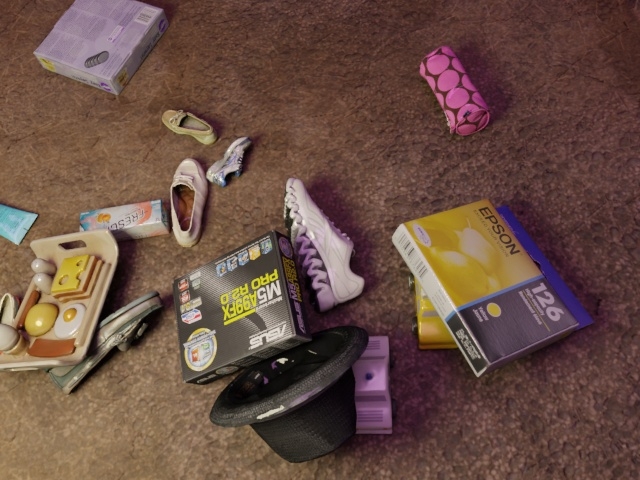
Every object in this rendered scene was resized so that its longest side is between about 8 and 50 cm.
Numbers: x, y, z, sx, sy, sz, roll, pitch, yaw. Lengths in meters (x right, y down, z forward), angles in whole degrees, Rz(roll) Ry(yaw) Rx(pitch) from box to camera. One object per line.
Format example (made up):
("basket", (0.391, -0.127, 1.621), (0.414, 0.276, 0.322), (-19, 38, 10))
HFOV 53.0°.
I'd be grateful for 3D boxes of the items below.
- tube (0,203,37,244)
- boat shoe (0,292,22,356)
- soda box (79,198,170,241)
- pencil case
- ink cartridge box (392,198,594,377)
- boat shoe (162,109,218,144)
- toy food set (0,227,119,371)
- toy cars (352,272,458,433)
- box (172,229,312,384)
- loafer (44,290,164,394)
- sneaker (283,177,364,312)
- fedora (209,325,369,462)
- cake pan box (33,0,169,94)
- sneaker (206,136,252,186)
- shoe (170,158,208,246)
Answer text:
("tube", (-0.752, -0.060, 1.455), (0.207, 0.052, 0.080), (20, 73, 9))
("boat shoe", (-0.653, 0.178, 1.329), (0.049, 0.043, 0.137), (1, 66, 4))
("soda box", (-0.425, -0.038, 1.398), (0.183, 0.063, 0.058), (-10, 64, 1))
("pencil case", (0.299, -0.340, 1.458), (0.098, 0.095, 0.209), (-27, 61, 10))
("ink cartridge box", (0.337, 0.065, 1.210), (0.307, 0.072, 0.304), (-18, 63, -25))
("boat shoe", (-0.311, -0.276, 1.510), (0.153, 0.048, 0.056), (30, 71, 18))
("toy food set", (-0.542, 0.116, 1.266), (0.219, 0.092, 0.306), (-9, 52, 22))
("toy cars", (0.157, 0.185, 1.217), (0.176, 0.087, 0.394), (36, 73, 21))
("box", (-0.159, 0.131, 1.227), (0.270, 0.060, 0.216), (-26, 60, 25))
("loafer", (-0.418, 0.204, 1.279), (0.267, 0.096, 0.084), (-34, 85, -3))
("sneaker", (0.000, 0.000, 1.322), (0.118, 0.110, 0.292), (-16, 72, -10))
("fedora", (-0.028, 0.278, 1.105), (0.334, 0.334, 0.153), (-30, 96, -8))
("cake pan box", (-0.556, -0.522, 1.646), (0.245, 0.070, 0.267), (21, 68, 13))
("sneaker", (-0.194, -0.175, 1.455), (0.058, 0.052, 0.135), (38, 81, 11))
("shoe", (-0.290, -0.094, 1.414), (0.076, 0.058, 0.219), (-6, 64, 3))
